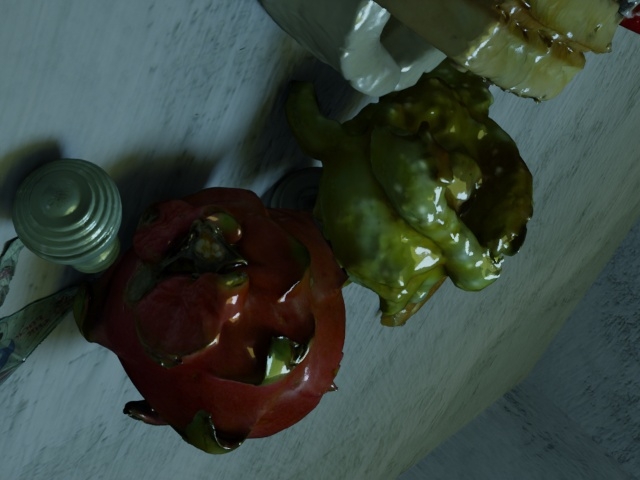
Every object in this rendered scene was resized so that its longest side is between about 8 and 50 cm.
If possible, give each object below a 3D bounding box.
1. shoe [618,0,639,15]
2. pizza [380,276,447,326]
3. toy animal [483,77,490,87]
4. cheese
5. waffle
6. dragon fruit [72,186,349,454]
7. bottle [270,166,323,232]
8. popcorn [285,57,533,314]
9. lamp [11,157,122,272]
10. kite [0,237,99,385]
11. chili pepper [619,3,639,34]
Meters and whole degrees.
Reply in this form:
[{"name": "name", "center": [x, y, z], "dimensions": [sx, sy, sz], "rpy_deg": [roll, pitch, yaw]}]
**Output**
[{"name": "shoe", "center": [0.349, -0.372, 1.581], "dimensions": [0.351, 0.198, 0.172], "rpy_deg": [-79, -175, -60]}, {"name": "pizza", "center": [0.212, 0.058, 2.524], "dimensions": [0.271, 0.056, 0.134], "rpy_deg": [-55, 158, 16]}, {"name": "toy animal", "center": [0.221, -0.239, 1.926], "dimensions": [0.186, 0.094, 0.214], "rpy_deg": [-18, 153, -47]}, {"name": "cheese", "center": [0.090, -0.303, 1.392], "dimensions": [0.332, 0.153, 0.292], "rpy_deg": [-40, 160, -22]}, {"name": "waffle", "center": [0.048, -0.266, 1.039], "dimensions": [0.114, 0.376, 0.261], "rpy_deg": [-52, 159, 14]}, {"name": "dragon fruit", "center": [-0.135, 0.081, 1.484], "dimensions": [0.305, 0.305, 0.226], "rpy_deg": [-53, 150, 15]}, {"name": "bottle", "center": [0.000, 0.000, 1.853], "dimensions": [0.120, 0.120, 0.253], "rpy_deg": [-43, 160, -13]}, {"name": "popcorn", "center": [0.092, -0.081, 1.625], "dimensions": [0.321, 0.326, 0.290], "rpy_deg": [-83, -163, -53]}, {"name": "lamp", "center": [-0.244, -0.016, 1.330], "dimensions": [0.106, 0.106, 0.193], "rpy_deg": [-44, 168, -9]}, {"name": "kite", "center": [-0.370, 0.113, 1.443], "dimensions": [0.335, 0.011, 0.314], "rpy_deg": [-29, 154, -45]}, {"name": "chili pepper", "center": [0.440, -0.345, 1.784], "dimensions": [0.131, 0.338, 0.134], "rpy_deg": [-28, 151, -51]}]
